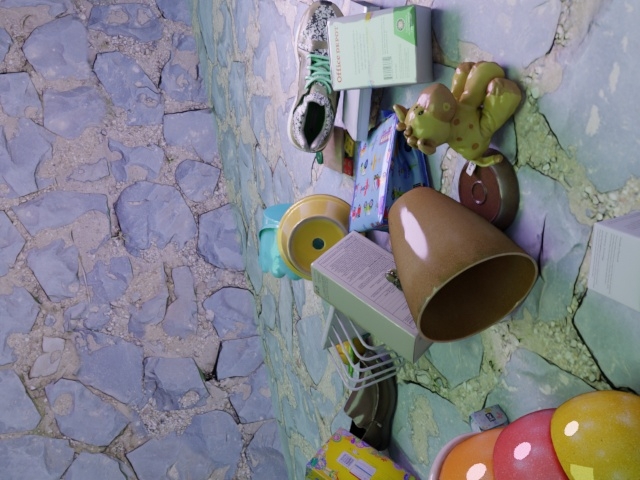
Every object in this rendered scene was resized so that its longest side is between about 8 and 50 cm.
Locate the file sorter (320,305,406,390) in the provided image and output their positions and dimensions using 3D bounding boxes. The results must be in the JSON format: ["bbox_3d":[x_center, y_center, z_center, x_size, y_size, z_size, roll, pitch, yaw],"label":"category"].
[{"bbox_3d":[0.136,0.250,1.483,0.277,0.193,0.173,102,146,-53],"label":"file sorter"}]

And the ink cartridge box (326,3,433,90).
[{"bbox_3d":[0.127,-0.408,1.212,0.212,0.093,0.154,5,108,34],"label":"ink cartridge box"}]

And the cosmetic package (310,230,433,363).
[{"bbox_3d":[0.142,0.122,1.304,0.309,0.160,0.113,35,148,31],"label":"cosmetic package"}]

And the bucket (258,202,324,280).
[{"bbox_3d":[-0.068,-0.003,1.822,0.281,0.281,0.183,-141,48,-60],"label":"bucket"}]

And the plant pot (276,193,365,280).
[{"bbox_3d":[0.000,0.000,1.550,0.239,0.254,0.253,-73,-26,-84],"label":"plant pot"}]

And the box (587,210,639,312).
[{"bbox_3d":[0.429,0.024,0.750,0.087,0.101,0.101,-143,45,-61],"label":"box"}]

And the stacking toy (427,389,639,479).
[{"bbox_3d":[0.404,0.336,0.789,0.480,0.351,0.350,-59,43,36],"label":"stacking toy"}]

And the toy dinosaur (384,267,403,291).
[{"bbox_3d":[0.273,0.067,1.185,0.268,0.064,0.118,8,77,34],"label":"toy dinosaur"}]

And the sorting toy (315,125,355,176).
[{"bbox_3d":[0.056,-0.273,1.659,0.274,0.046,0.132,-143,47,-62],"label":"sorting toy"}]

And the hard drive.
[{"bbox_3d":[0.096,-0.426,1.407,0.203,0.040,0.307,-106,17,-62],"label":"hard drive"}]

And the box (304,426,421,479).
[{"bbox_3d":[0.115,0.770,1.678,0.290,0.177,0.279,26,131,28],"label":"box"}]

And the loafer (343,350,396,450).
[{"bbox_3d":[0.141,0.505,1.700,0.134,0.130,0.365,-138,42,-58],"label":"loafer"}]

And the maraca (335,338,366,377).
[{"bbox_3d":[0.094,0.341,1.755,0.127,0.099,0.185,87,-177,-46],"label":"maraca"}]

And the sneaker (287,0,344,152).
[{"bbox_3d":[0.003,-0.413,1.489,0.182,0.158,0.410,-101,16,-66],"label":"sneaker"}]

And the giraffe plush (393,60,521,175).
[{"bbox_3d":[0.227,-0.222,1.018,0.181,0.171,0.210,-144,57,-62],"label":"giraffe plush"}]

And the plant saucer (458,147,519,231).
[{"bbox_3d":[0.316,-0.094,1.093,0.168,0.029,0.168,170,90,-69],"label":"plant saucer"}]

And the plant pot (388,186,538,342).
[{"bbox_3d":[0.236,0.020,1.072,0.237,0.237,0.254,101,153,-44],"label":"plant pot"}]

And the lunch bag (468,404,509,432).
[{"bbox_3d":[0.353,0.391,1.172,0.053,0.071,0.083,129,128,-65],"label":"lunch bag"}]

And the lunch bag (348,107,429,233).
[{"bbox_3d":[0.157,-0.170,1.361,0.221,0.138,0.293,163,105,-72],"label":"lunch bag"}]

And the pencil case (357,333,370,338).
[{"bbox_3d":[0.133,0.224,1.677,0.065,0.070,0.151,26,135,15],"label":"pencil case"}]
